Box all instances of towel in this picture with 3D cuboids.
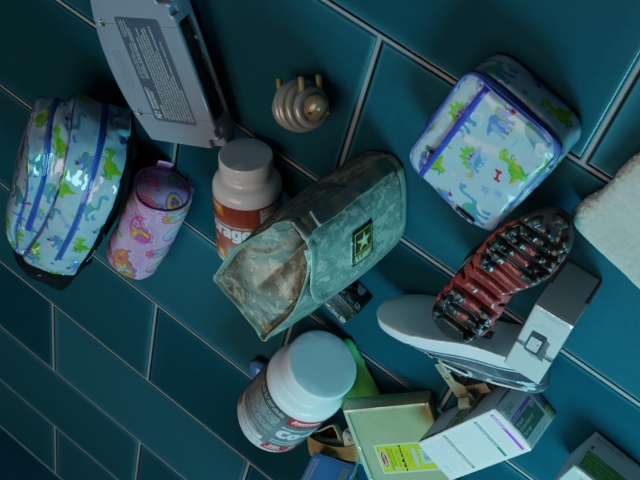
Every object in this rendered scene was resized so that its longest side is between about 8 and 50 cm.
[{"bbox_3d":[0.473,0.012,1.260,0.282,0.049,0.187,44,142,5],"label":"towel"}]

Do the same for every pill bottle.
[{"bbox_3d":[-0.046,0.292,1.918,0.161,0.161,0.283,44,144,4],"label":"pill bottle"},{"bbox_3d":[-0.125,-0.064,1.713,0.121,0.121,0.216,27,139,25],"label":"pill bottle"}]

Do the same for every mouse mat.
[{"bbox_3d":[0.049,0.262,1.937,0.152,0.007,0.190,-6,118,47],"label":"mouse mat"}]

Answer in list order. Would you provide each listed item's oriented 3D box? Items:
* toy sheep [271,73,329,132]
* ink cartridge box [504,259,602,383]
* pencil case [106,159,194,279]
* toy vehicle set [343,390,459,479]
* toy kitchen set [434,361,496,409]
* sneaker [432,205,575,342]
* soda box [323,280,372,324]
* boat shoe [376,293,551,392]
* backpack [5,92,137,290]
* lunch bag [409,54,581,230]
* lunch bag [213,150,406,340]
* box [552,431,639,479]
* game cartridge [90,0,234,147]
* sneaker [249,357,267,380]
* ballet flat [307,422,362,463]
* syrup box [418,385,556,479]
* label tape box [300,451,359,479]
[{"bbox_3d":[-0.033,-0.209,1.525,0.132,0.091,0.091,10,132,57],"label":"toy sheep"},{"bbox_3d":[0.335,0.120,1.439,0.063,0.109,0.150,32,141,15],"label":"ink cartridge box"},{"bbox_3d":[-0.341,-0.036,1.960,0.124,0.124,0.284,42,142,6],"label":"pencil case"},{"bbox_3d":[0.159,0.402,1.878,0.165,0.035,0.267,-8,121,20],"label":"toy vehicle set"},{"bbox_3d":[0.239,0.234,1.673,0.083,0.068,0.075,-21,107,51],"label":"toy kitchen set"},{"bbox_3d":[0.267,0.030,1.417,0.097,0.135,0.276,40,132,2],"label":"sneaker"},{"bbox_3d":[0.009,0.065,1.755,0.169,0.053,0.060,46,143,0],"label":"soda box"},{"bbox_3d":[0.229,0.172,1.605,0.301,0.108,0.102,13,130,28],"label":"boat shoe"},{"bbox_3d":[-0.471,-0.119,1.880,0.273,0.290,0.355,29,142,-29],"label":"backpack"},{"bbox_3d":[0.226,-0.131,1.338,0.176,0.090,0.219,45,142,7],"label":"lunch bag"},{"bbox_3d":[0.000,0.000,1.553,0.169,0.235,0.287,50,144,6],"label":"lunch bag"},{"bbox_3d":[0.443,0.385,1.596,0.101,0.087,0.102,38,142,11],"label":"box"},{"bbox_3d":[-0.266,-0.292,1.644,0.198,0.062,0.297,16,138,36],"label":"game cartridge"},{"bbox_3d":[-0.099,0.348,2.100,0.069,0.082,0.209,-10,114,51],"label":"sneaker"},{"bbox_3d":[0.048,0.409,2.018,0.232,0.080,0.073,-12,99,47],"label":"ballet flat"},{"bbox_3d":[0.280,0.322,1.692,0.096,0.093,0.237,48,143,-1],"label":"syrup box"},{"bbox_3d":[-0.018,0.564,2.002,0.105,0.241,0.334,23,156,13],"label":"label tape box"}]
